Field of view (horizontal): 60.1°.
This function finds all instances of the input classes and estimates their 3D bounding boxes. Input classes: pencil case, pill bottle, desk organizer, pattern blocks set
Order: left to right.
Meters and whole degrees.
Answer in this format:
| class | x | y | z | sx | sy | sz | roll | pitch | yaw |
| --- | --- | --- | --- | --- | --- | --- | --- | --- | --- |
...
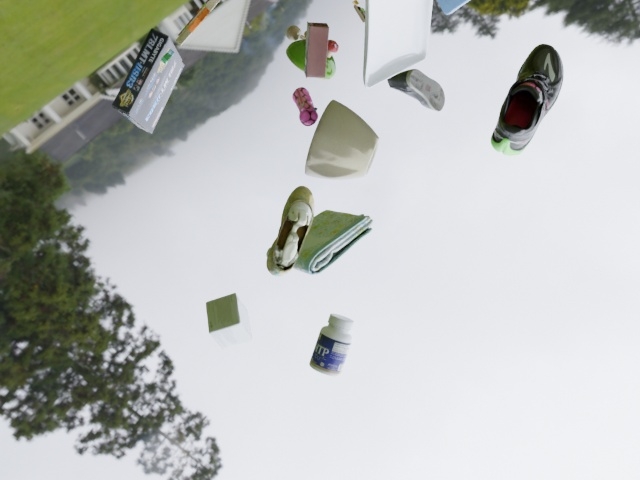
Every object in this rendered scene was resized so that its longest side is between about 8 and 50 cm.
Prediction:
| class | x | y | z | sx | sy | sz | roll | pitch | yaw |
| --- | --- | --- | --- | --- | --- | --- | --- | --- | --- |
| pattern blocks set | -0.349 | -0.631 | 1.577 | 0.324 | 0.026 | 0.285 | -51 | -157 | -3 |
| pencil case | -0.070 | -0.595 | 2.432 | 0.095 | 0.098 | 0.209 | -39 | -140 | 17 |
| desk organizer | -0.010 | -0.482 | 1.406 | 0.050 | 0.130 | 0.047 | -1 | -145 | -9 |
| pill bottle | 0.042 | 0.342 | 1.828 | 0.112 | 0.112 | 0.186 | 21 | -87 | 57 |

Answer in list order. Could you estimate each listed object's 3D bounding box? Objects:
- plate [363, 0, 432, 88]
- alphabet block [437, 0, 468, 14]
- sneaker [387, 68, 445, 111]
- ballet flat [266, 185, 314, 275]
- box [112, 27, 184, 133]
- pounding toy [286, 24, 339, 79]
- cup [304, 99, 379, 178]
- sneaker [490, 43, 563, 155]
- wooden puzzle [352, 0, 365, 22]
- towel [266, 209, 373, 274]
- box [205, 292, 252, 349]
| class | x | y | z | sx | sy | sz | roll | pitch | yaw |
| --- | --- | --- | --- | --- | --- | --- | --- | --- | --- |
| plate | 0.201 | -0.582 | 1.481 | 0.045 | 0.277 | 0.278 | 32 | -129 | 33 |
| alphabet block | 0.329 | -0.625 | 1.143 | 0.197 | 0.192 | 0.193 | -40 | -166 | -26 |
| sneaker | 0.336 | -0.525 | 1.922 | 0.118 | 0.222 | 0.083 | 21 | -97 | 49 |
| ballet flat | -0.095 | -0.034 | 1.990 | 0.123 | 0.123 | 0.348 | 11 | -102 | 53 |
| box | -0.589 | -0.544 | 1.929 | 0.295 | 0.073 | 0.293 | -64 | -179 | -3 |
| pounding toy | -0.015 | -0.655 | 1.861 | 0.110 | 0.183 | 0.236 | -55 | -146 | 38 |
| cup | 0.106 | -0.382 | 2.288 | 0.237 | 0.331 | 0.331 | 22 | -127 | 6 |
| sneaker | 0.800 | -0.547 | 2.085 | 0.185 | 0.202 | 0.482 | 21 | -104 | 13 |
| wooden puzzle | 0.140 | -0.735 | 1.801 | 0.014 | 0.116 | 0.078 | -31 | -175 | 30 |
| towel | 0.000 | 0.000 | 2.298 | 0.375 | 0.090 | 0.321 | -35 | -155 | -26 |
| box | -0.240 | 0.212 | 1.455 | 0.087 | 0.101 | 0.101 | -17 | -128 | 3 |
